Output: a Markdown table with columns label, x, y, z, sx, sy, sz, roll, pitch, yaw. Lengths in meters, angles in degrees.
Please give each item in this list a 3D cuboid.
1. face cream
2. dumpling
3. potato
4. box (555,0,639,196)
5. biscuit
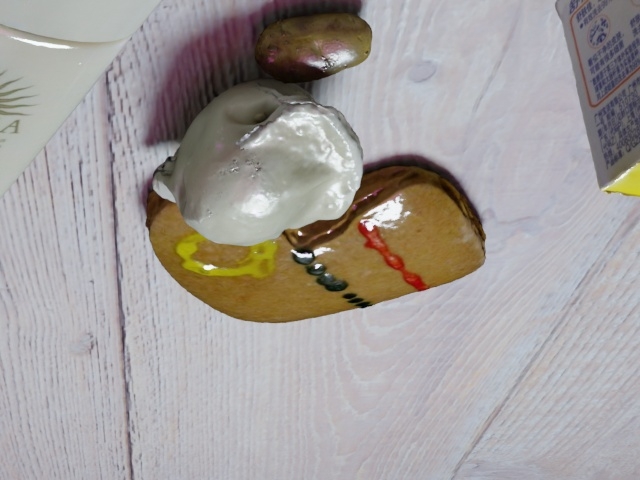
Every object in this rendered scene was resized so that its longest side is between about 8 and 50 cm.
| label | x | y | z | sx | sy | sz | roll | pitch | yaw |
| --- | --- | --- | --- | --- | --- | --- | --- | --- | --- |
| face cream | -0.229 | -0.118 | 0.771 | 0.173 | 0.081 | 0.348 | 14 | 146 | -34 |
| dumpling | -0.042 | -0.053 | 0.906 | 0.136 | 0.118 | 0.199 | 22 | 155 | -38 |
| potato | -0.005 | -0.133 | 0.838 | 0.083 | 0.040 | 0.051 | -9 | 157 | 6 |
| box | 0.269 | -0.155 | 0.734 | 0.097 | 0.168 | 0.265 | 10 | 146 | -25 |
| biscuit | 0.000 | 0.002 | 1.075 | 0.277 | 0.052 | 0.262 | -13 | 151 | 12 |
